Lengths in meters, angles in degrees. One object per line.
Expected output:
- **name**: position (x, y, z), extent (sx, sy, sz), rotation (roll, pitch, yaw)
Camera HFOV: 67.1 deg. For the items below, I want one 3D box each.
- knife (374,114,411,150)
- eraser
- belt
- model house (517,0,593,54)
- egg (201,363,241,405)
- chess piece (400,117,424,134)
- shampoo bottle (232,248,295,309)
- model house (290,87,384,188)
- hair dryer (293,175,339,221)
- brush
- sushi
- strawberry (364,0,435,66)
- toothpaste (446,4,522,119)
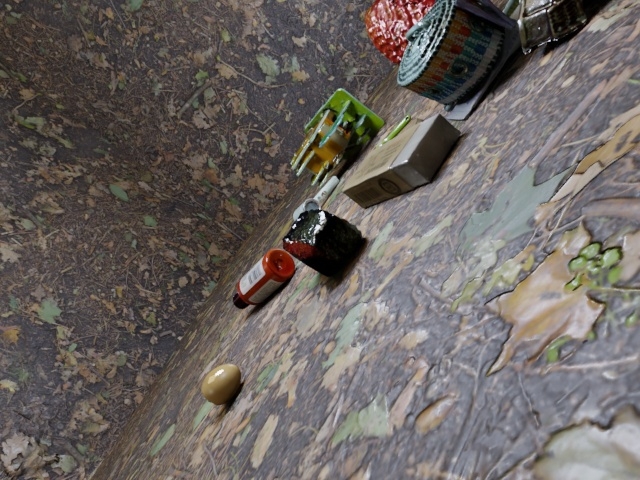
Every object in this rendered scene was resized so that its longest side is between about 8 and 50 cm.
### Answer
- **knife**: position (0.225, -0.333, 1.552), extent (0.184, 0.022, 0.026), rotation (-46, -13, 32)
- **eraser**: position (0.171, -0.171, 1.108), extent (0.144, 0.078, 0.343), rotation (-55, 12, -14)
- **belt**: position (0.269, -0.422, 1.058), extent (0.295, 0.160, 0.207), rotation (-115, 48, -76)
- **model house**: position (0.434, -0.422, 0.843), extent (0.152, 0.106, 0.166), rotation (-3, 85, 61)
- **egg**: position (-0.225, 0.329, 1.111), extent (0.096, 0.080, 0.080), rotation (-44, 10, -4)
- **chess piece**: position (0.244, -0.283, 1.274), extent (0.084, 0.038, 0.084), rotation (-47, 14, 15)
- **shampoo bottle**: position (-0.194, 0.136, 1.529), extent (0.278, 0.104, 0.104), rotation (-42, 15, 41)
- **model house**: position (0.047, -0.359, 1.896), extent (0.357, 0.242, 0.313), rotation (-32, 30, 56)
- **hair dryer**: position (-0.008, -0.165, 1.849), extent (0.236, 0.073, 0.131), rotation (-54, 10, -23)
- **brush**: position (0.389, -0.422, 1.112), extent (0.297, 0.060, 0.068), rotation (-61, -10, 24)
- **sushi**: position (0.000, 0.000, 1.108), extent (0.126, 0.136, 0.225), rotation (-60, 16, -2)
- **strawberry**: position (0.298, -0.658, 1.472), extent (0.292, 0.343, 0.292), rotation (25, -90, -88)
- **toothpaste**: position (0.372, -0.384, 1.045), extent (0.283, 0.068, 0.099), rotation (-56, -17, 10)
